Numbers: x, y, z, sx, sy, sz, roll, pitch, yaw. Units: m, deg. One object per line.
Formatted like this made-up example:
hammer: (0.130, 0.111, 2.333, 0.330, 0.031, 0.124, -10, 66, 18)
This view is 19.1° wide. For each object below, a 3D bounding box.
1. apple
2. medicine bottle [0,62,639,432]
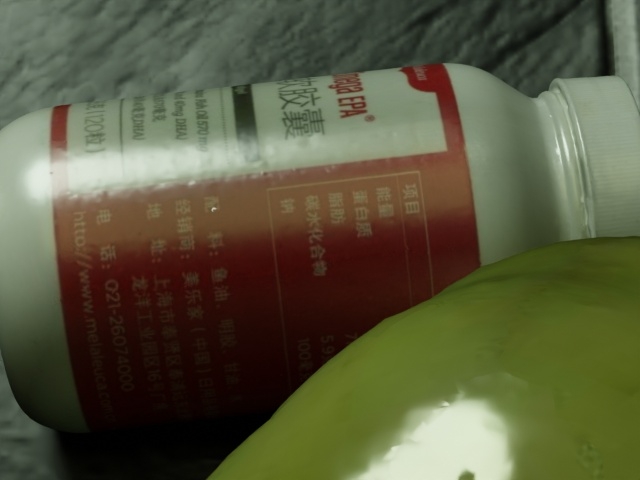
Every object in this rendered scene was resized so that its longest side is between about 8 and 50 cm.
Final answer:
apple: (0.118, 0.180, 0.566, 0.320, 0.312, 0.360, -44, 77, -6)
medicine bottle: (0.000, 0.000, 0.751, 0.250, 0.131, 0.131, -7, 60, -1)
